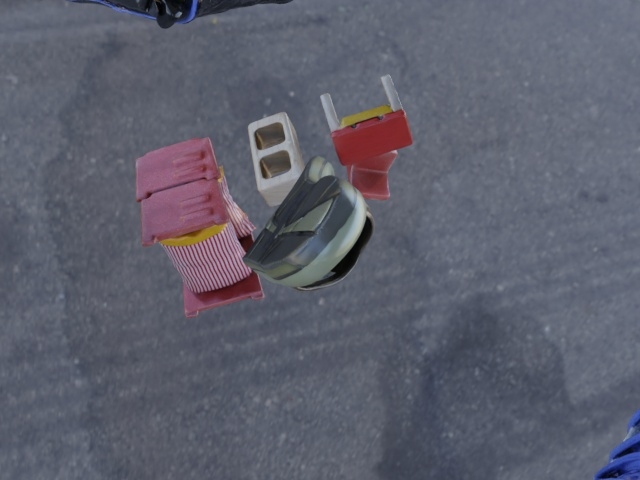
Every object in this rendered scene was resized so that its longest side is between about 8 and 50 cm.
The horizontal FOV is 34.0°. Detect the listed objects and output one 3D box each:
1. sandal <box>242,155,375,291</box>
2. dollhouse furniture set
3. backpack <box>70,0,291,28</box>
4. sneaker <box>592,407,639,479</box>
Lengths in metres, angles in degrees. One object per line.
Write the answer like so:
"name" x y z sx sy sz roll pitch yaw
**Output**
"sandal" -0.001 0.001 0.903 0.086 0.120 0.303 35 5 -10
"dollhouse furniture set" -0.046 -0.053 1.422 0.374 0.201 0.152 -17 54 5
"backpack" -0.076 -0.199 0.491 0.117 0.173 0.158 -21 29 -35
"sneaker" 0.166 0.142 0.521 0.315 0.127 0.182 9 74 -21
